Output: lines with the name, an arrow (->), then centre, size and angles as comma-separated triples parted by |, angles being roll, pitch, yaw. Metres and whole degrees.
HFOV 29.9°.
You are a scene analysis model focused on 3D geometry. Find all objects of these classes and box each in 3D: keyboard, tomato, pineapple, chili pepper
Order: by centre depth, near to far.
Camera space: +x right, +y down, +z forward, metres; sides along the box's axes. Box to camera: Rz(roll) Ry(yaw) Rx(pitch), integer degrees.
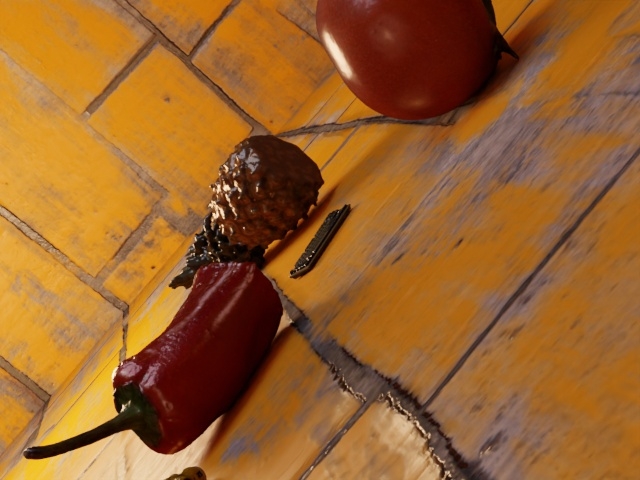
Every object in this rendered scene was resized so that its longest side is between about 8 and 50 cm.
chili pepper -> -0.166, 0.171, 1.373 | 0.135, 0.131, 0.338 | -6, 33, 39
tomato -> 0.115, -0.278, 1.521 | 0.224, 0.255, 0.256 | -31, 14, 13
keyboard -> 0.000, 0.000, 1.638 | 0.049, 0.015, 0.129 | -36, 16, 52
pineapple -> -0.135, -0.014, 1.950 | 0.340, 0.169, 0.169 | -53, 6, 31

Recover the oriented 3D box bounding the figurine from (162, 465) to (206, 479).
figurine -> -0.153, 0.263, 1.171 | 0.143, 0.068, 0.101 | -35, 5, -42
